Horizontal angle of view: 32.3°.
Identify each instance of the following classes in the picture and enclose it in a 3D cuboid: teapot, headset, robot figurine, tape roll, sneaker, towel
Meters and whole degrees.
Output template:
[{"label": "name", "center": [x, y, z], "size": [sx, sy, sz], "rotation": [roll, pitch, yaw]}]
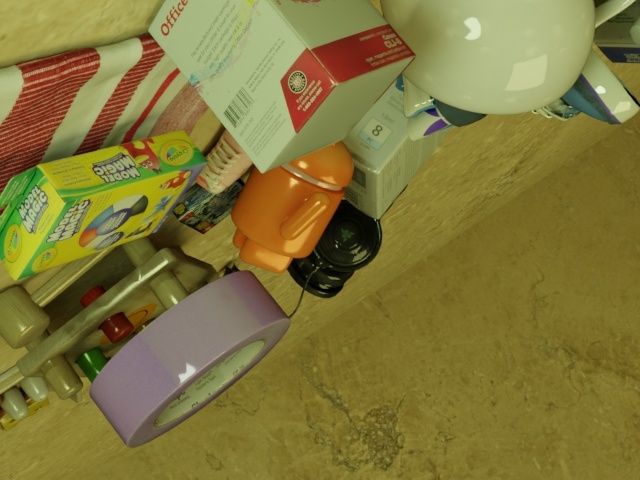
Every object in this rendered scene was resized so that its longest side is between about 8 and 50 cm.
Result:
[{"label": "teapot", "center": [0.198, -0.273, 1.203], "size": [0.256, 0.253, 0.187], "rotation": [-47, 160, -40]}, {"label": "headset", "center": [0.000, 0.000, 2.021], "size": [0.394, 0.185, 0.243], "rotation": [-48, 180, -31]}, {"label": "robot figurine", "center": [-0.036, -0.064, 1.481], "size": [0.219, 0.128, 0.158], "rotation": [-61, 169, 16]}, {"label": "tape roll", "center": [-0.173, 0.160, 1.491], "size": [0.275, 0.090, 0.275], "rotation": [-37, 168, -9]}, {"label": "sneaker", "center": [-0.120, -0.096, 1.363], "size": [0.070, 0.051, 0.134], "rotation": [-39, 174, -20]}, {"label": "towel", "center": [-0.218, -0.108, 1.057], "size": [0.329, 0.037, 0.237], "rotation": [-25, 163, -46]}, {"label": "sneaker", "center": [0.226, -0.185, 1.410], "size": [0.236, 0.322, 0.130], "rotation": [-47, 142, 13]}]

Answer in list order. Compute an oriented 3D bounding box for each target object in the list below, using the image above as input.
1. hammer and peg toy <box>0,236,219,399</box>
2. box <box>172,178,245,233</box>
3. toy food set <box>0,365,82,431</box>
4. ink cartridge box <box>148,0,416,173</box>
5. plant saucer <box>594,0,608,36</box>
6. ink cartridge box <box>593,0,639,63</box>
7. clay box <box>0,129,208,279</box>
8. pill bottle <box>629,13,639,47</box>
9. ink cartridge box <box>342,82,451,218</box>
[{"label": "hammer and peg toy", "center": [-0.273, 0.097, 1.478], "size": [0.266, 0.127, 0.361], "rotation": [-38, 169, 2]}, {"label": "box", "center": [-0.147, -0.054, 1.511], "size": [0.094, 0.027, 0.137], "rotation": [-37, 169, 3]}, {"label": "toy food set", "center": [-0.503, 0.300, 1.684], "size": [0.306, 0.092, 0.219], "rotation": [-33, 168, -19]}, {"label": "ink cartridge box", "center": [-0.036, -0.177, 0.978], "size": [0.127, 0.176, 0.128], "rotation": [-29, 167, -47]}, {"label": "plant saucer", "center": [0.374, -0.342, 1.691], "size": [0.189, 0.045, 0.188], "rotation": [-9, 179, 12]}, {"label": "ink cartridge box", "center": [0.565, -0.381, 1.457], "size": [0.324, 0.071, 0.330], "rotation": [15, -106, 53]}, {"label": "clay box", "center": [-0.227, -0.034, 1.092], "size": [0.222, 0.053, 0.127], "rotation": [-24, 161, -49]}, {"label": "pill bottle", "center": [0.504, -0.333, 1.292], "size": [0.301, 0.169, 0.169], "rotation": [-53, 167, 5]}, {"label": "ink cartridge box", "center": [0.170, -0.232, 1.719], "size": [0.385, 0.091, 0.308], "rotation": [-53, 170, -8]}]
